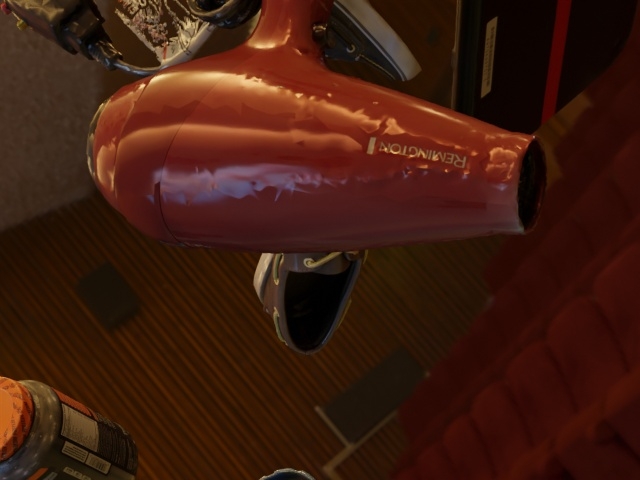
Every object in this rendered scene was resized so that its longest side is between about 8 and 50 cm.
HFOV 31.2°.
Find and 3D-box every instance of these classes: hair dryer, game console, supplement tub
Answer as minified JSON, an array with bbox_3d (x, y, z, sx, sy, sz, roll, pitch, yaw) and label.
[{"bbox_3d":[-0.019,-0.100,0.475,0.223,0.293,0.080,-46,-25,16],"label":"hair dryer"},{"bbox_3d":[0.257,-0.283,1.284,0.342,0.060,0.386,-38,-33,-26],"label":"game console"},{"bbox_3d":[-0.296,0.224,1.244,0.117,0.117,0.190,-42,-41,4],"label":"supplement tub"}]

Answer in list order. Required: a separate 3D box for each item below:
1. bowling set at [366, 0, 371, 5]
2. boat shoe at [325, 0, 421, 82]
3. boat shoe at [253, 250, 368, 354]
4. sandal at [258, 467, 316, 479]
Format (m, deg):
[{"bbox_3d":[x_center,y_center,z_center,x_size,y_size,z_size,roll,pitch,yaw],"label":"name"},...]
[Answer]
[{"bbox_3d":[0.105,-0.365,1.245,0.154,0.200,0.287,50,-132,-47],"label":"bowling set"},{"bbox_3d":[0.006,-0.204,1.061,0.076,0.080,0.228,-43,-43,11],"label":"boat shoe"},{"bbox_3d":[0.000,0.000,1.200,0.117,0.096,0.324,-10,-34,-21],"label":"boat shoe"},{"bbox_3d":[-0.099,0.296,1.070,0.317,0.126,0.138,-8,-63,-46],"label":"sandal"}]
